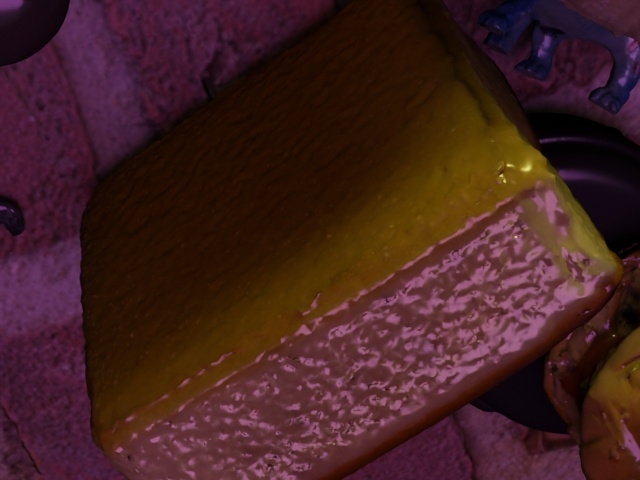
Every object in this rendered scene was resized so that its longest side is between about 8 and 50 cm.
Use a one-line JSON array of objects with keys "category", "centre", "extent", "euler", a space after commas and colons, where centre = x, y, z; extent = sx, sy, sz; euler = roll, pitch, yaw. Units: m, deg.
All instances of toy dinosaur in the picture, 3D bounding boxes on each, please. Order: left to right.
[{"category": "toy dinosaur", "centre": [0.177, -0.168, 1.078], "extent": [0.329, 0.076, 0.144], "euler": [42, 78, -28]}]

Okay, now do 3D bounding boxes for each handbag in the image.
[{"category": "handbag", "centre": [0.189, 0.032, 1.205], "extent": [0.308, 0.093, 0.254], "euler": [36, 112, -28]}]

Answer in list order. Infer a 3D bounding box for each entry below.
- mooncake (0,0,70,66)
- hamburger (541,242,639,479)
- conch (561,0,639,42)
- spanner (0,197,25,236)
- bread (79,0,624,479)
[{"category": "mooncake", "centre": [-0.283, -0.223, 0.914], "extent": [0.306, 0.154, 0.306], "euler": [-6, 119, -11]}, {"category": "hamburger", "centre": [0.291, 0.118, 1.124], "extent": [0.244, 0.163, 0.244], "euler": [-3, 124, -5]}, {"category": "conch", "centre": [0.204, -0.283, 0.927], "extent": [0.263, 0.186, 0.324], "euler": [4, 97, 14]}, {"category": "spanner", "centre": [-0.313, -0.077, 1.088], "extent": [0.054, 0.015, 0.254], "euler": [-37, 122, 14]}, {"category": "bread", "centre": [0.000, 0.000, 1.012], "extent": [0.333, 0.323, 0.143], "euler": [-33, 122, 13]}]
